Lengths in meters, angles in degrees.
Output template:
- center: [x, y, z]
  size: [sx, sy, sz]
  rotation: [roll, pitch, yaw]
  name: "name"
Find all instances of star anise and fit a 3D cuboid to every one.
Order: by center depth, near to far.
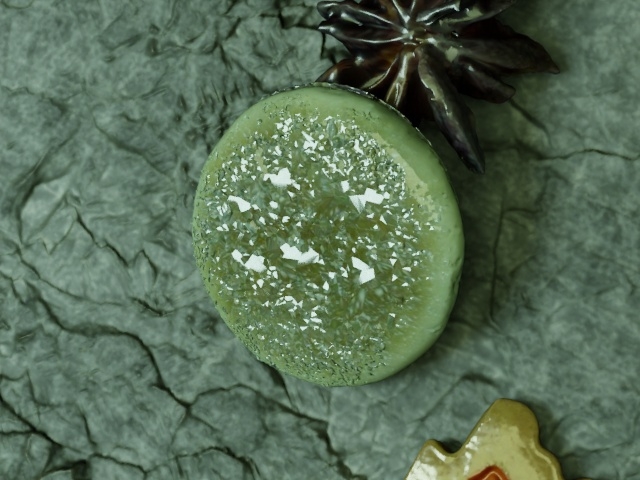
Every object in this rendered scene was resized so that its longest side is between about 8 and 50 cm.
- center: [0.088, -0.172, 1.174]
  size: [0.212, 0.129, 0.282]
  rotation: [14, 100, 20]
  name: "star anise"

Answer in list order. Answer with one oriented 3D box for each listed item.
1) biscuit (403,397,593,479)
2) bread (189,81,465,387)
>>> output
- center: [0.122, 0.253, 1.185]
  size: [0.239, 0.041, 0.212]
  rotation: [-17, 85, 12]
  name: "biscuit"
- center: [0.000, 0.000, 1.184]
  size: [0.267, 0.040, 0.266]
  rotation: [8, 107, 26]
  name: "bread"
